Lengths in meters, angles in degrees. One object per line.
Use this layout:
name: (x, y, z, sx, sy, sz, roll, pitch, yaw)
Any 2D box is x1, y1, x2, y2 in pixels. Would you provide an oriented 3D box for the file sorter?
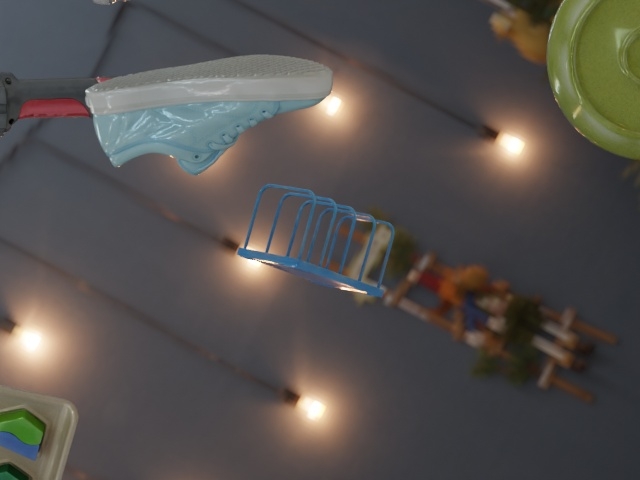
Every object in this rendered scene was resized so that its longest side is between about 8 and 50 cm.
file sorter: (0.000, 0.000, 2.073, 0.118, 0.170, 0.104, 11, 83, 46)

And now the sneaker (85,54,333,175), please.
sneaker: (-0.148, -0.174, 2.218, 0.135, 0.365, 0.150, -54, -43, -61)

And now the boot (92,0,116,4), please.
boot: (-0.195, -0.338, 1.903, 0.258, 0.123, 0.095, -75, 1, -64)

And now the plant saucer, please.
plant saucer: (0.374, -0.207, 1.748, 0.241, 0.241, 0.037, -62, -7, 14)

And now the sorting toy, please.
sorting toy: (-0.410, 0.253, 1.872, 0.038, 0.208, 0.193, -85, 13, -60)

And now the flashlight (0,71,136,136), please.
flashlight: (-0.395, -0.201, 2.390, 0.103, 0.304, 0.103, 112, 144, -49)
